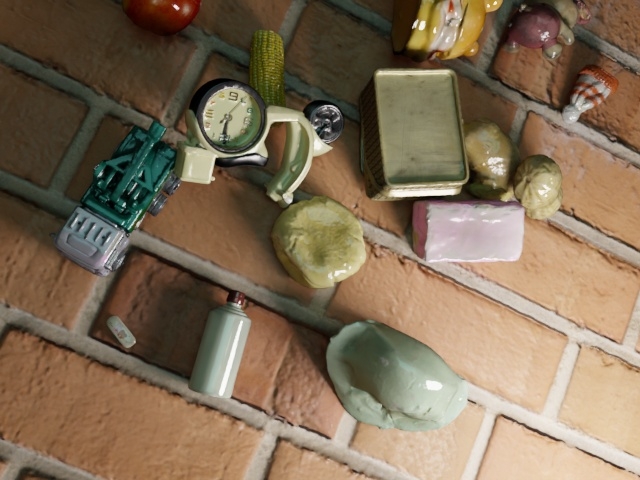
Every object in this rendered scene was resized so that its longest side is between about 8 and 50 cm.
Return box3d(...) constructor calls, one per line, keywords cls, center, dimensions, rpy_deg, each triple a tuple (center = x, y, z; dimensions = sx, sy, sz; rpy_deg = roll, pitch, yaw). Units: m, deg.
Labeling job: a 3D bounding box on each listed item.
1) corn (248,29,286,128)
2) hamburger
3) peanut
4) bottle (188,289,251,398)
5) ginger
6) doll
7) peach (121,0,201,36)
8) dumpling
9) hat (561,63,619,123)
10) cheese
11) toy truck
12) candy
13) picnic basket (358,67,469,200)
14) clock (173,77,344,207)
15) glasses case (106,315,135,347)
box3d(cls="corn", center=(-0.134, -0.399, 1.564), dimensions=(0.093, 0.093, 0.244), rpy_deg=(-2, 83, -12))
box3d(cls="hamburger", center=(0.317, -0.591, 1.599), dimensions=(0.236, 0.276, 0.277), rpy_deg=(5, 82, -9))
box3d(cls="peanut", center=(0.554, -0.125, 1.608), dimensions=(0.123, 0.257, 0.124), rpy_deg=(-8, 66, 17))
box3d(cls="bottle", center=(-0.225, 0.235, 1.460), dimensions=(0.104, 0.104, 0.245), rpy_deg=(17, 80, -9))
box3d(cls="ginger", center=(0.434, -0.218, 1.638), dimensions=(0.152, 0.138, 0.267), rpy_deg=(-26, 94, -9))
box3d(cls="doll", center=(0.620, -0.607, 1.715), dimensions=(0.196, 0.152, 0.256), rpy_deg=(36, 66, 4))
box3d(cls="peach", center=(-0.368, -0.590, 1.491), dimensions=(0.197, 0.197, 0.198), rpy_deg=(1, 83, -12))
box3d(cls="dumpling", center=(0.190, 0.318, 1.500), dimensions=(0.320, 0.270, 0.211), rpy_deg=(39, 53, 19))
box3d(cls="hat", center=(0.733, -0.396, 1.747), dimensions=(0.112, 0.093, 0.162), rpy_deg=(37, 83, 6))
box3d(cls="cheese", center=(0.000, 0.000, 1.533), dimensions=(0.214, 0.117, 0.226), rpy_deg=(-32, 86, -20))
box3d(cls="toy truck", center=(-0.452, -0.100, 1.420), dimensions=(0.176, 0.178, 0.364), rpy_deg=(32, 81, -7))
box3d(cls="candy", center=(0.369, -0.027, 1.596), dimensions=(0.264, 0.116, 0.156), rpy_deg=(0, 102, -10))
box3d(cls="picnic basket", center=(0.223, -0.252, 1.582), dimensions=(0.227, 0.175, 0.313), rpy_deg=(-3, 80, -11))
box3d(cls="clock", center=(-0.138, -0.226, 1.474), dimensions=(0.378, 0.120, 0.277), rpy_deg=(10, 103, -28))
box3d(cls="glasses case", center=(-0.461, 0.211, 1.456), dimensions=(0.032, 0.021, 0.083), rpy_deg=(-38, 92, -12))
